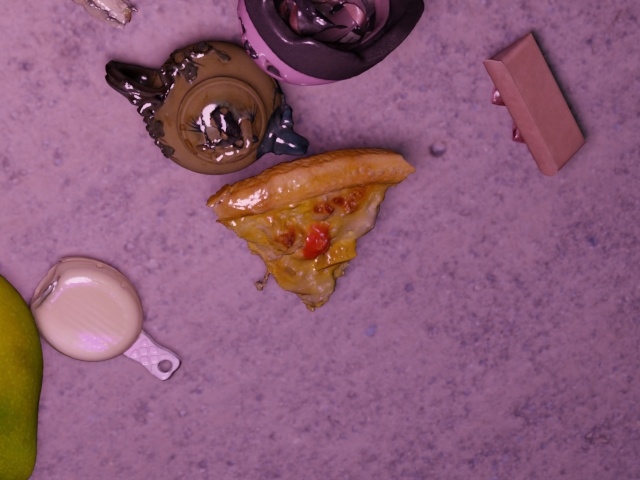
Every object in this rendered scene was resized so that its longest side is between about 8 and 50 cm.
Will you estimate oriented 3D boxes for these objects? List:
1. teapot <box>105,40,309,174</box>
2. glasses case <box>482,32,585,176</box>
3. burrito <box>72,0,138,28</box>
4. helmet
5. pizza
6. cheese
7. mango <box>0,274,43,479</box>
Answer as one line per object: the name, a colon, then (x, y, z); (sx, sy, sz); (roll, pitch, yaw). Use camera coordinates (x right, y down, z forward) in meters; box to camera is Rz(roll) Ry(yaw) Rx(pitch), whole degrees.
teapot: (-0.141, -0.163, 1.593); (0.269, 0.182, 0.173); (19, 104, -20)
glasses case: (0.297, -0.197, 1.772); (0.102, 0.070, 0.193); (-44, 115, -28)
burrito: (-0.312, -0.325, 1.570); (0.185, 0.041, 0.045); (38, 54, -22)
helmet: (-0.004, -0.285, 1.596); (0.154, 0.253, 0.198); (-37, 89, 37)
pizza: (0.000, 0.000, 1.703); (0.280, 0.075, 0.287); (-20, 137, -11)
cheese: (-0.283, 0.118, 1.716); (0.227, 0.064, 0.137); (39, 99, -22)
mango: (-0.451, 0.176, 1.643); (0.192, 0.156, 0.343); (-13, 115, 0)
